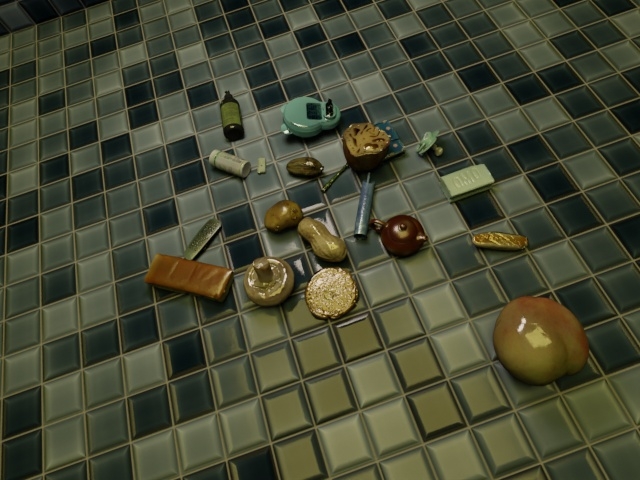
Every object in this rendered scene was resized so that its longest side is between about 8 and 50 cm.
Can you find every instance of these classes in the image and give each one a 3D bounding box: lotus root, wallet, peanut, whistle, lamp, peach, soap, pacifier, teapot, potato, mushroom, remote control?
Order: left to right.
[{"bbox_3d":[-0.517,-0.003,1.890,0.072,0.042,0.222,27,70,19],"label":"remote control"},{"bbox_3d":[-0.208,0.144,1.680,0.207,0.215,0.207,-4,56,6],"label":"mushroom"},{"bbox_3d":[-0.162,-0.106,1.844,0.175,0.137,0.137,-23,63,-7],"label":"potato"},{"bbox_3d":[-0.070,-0.336,1.965,0.179,0.089,0.080,7,29,14],"label":"lotus root"},{"bbox_3d":[-0.047,-0.587,2.045,0.283,0.147,0.210,-9,65,13],"label":"lamp"},{"bbox_3d":[0.000,0.000,1.776,0.256,0.124,0.123,39,75,25],"label":"peanut"},{"bbox_3d":[0.193,-0.150,1.850,0.062,0.062,0.304,6,65,11],"label":"whistle"},{"bbox_3d":[0.202,-0.395,1.901,0.199,0.180,0.188,-9,58,2],"label":"lotus root"},{"bbox_3d":[0.296,-0.456,1.984,0.141,0.059,0.202,-22,63,-5],"label":"wallet"},{"bbox_3d":[0.313,-0.038,1.739,0.252,0.135,0.178,21,65,16],"label":"teapot"},{"bbox_3d":[0.495,-0.421,1.930,0.116,0.126,0.150,41,40,-14],"label":"pacifier"},{"bbox_3d":[0.621,-0.247,1.833,0.198,0.063,0.115,-20,62,-2],"label":"soap"},{"bbox_3d":[0.726,0.329,1.437,0.292,0.247,0.293,-1,87,10],"label":"peach"}]

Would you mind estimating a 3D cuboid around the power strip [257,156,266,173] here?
[{"bbox_3d":[-0.279,-0.354,2.040,0.040,0.016,0.090,-7,63,6],"label":"power strip"}]

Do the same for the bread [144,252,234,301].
[{"bbox_3d":[-0.543,0.157,1.797,0.361,0.077,0.138,11,65,13],"label":"bread"}]

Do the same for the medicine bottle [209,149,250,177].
[{"bbox_3d":[-0.425,-0.362,2.026,0.183,0.086,0.086,22,69,18],"label":"medicine bottle"}]

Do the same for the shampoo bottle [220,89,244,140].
[{"bbox_3d":[-0.448,-0.637,2.153,0.101,0.101,0.284,-14,64,1],"label":"shampoo bottle"}]

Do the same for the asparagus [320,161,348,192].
[{"bbox_3d":[0.082,-0.303,1.963,0.233,0.023,0.022,-48,112,-15],"label":"asparagus"}]

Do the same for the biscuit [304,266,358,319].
[{"bbox_3d":[0.043,0.208,1.708,0.225,0.042,0.226,-2,64,5],"label":"biscuit"}]

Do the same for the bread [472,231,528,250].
[{"bbox_3d":[0.709,0.004,1.706,0.214,0.053,0.073,3,69,7],"label":"bread"}]
